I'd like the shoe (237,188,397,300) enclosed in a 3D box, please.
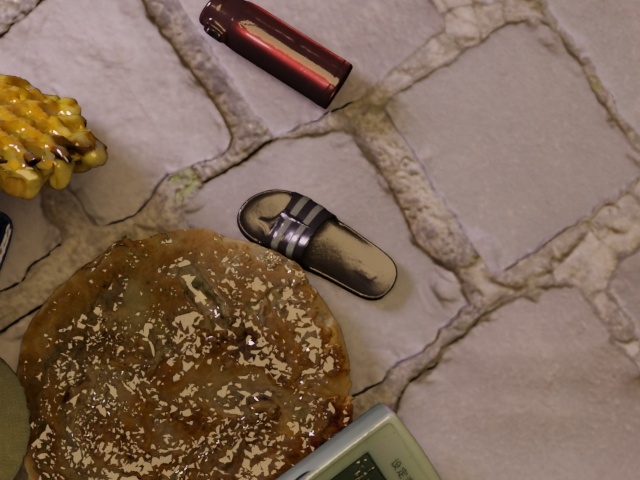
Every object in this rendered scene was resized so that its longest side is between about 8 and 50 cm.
[{"bbox_3d":[0.000,0.000,1.887,0.179,0.049,0.071,30,79,1],"label":"shoe"}]

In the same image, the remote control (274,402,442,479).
[{"bbox_3d":[-0.033,0.315,1.811,0.344,0.050,0.145,-37,111,-9],"label":"remote control"}]

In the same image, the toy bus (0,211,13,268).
[{"bbox_3d":[-0.462,-0.013,1.787,0.287,0.175,0.138,20,85,-1],"label":"toy bus"}]

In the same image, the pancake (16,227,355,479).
[{"bbox_3d":[-0.139,0.153,1.846,0.356,0.065,0.356,1,84,-5],"label":"pancake"}]

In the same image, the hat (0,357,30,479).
[{"bbox_3d":[-0.419,0.167,1.772,0.257,0.257,0.130,-30,43,-8],"label":"hat"}]

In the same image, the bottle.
[{"bbox_3d":[-0.050,-0.202,1.911,0.164,0.060,0.060,33,80,2],"label":"bottle"}]

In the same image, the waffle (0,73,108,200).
[{"bbox_3d":[-0.373,-0.118,1.775,0.329,0.329,0.062,14,112,-2],"label":"waffle"}]
